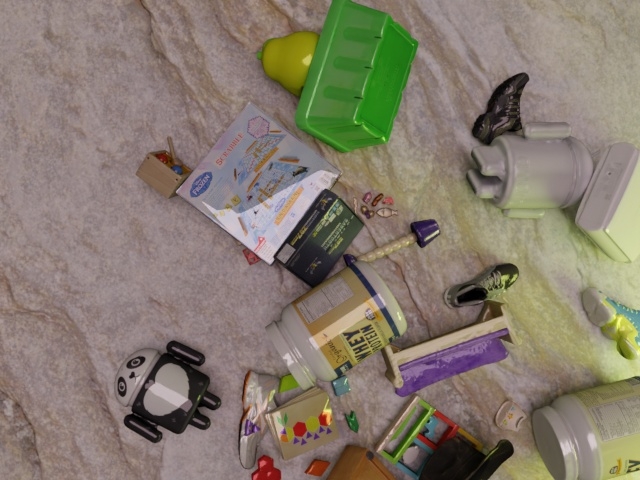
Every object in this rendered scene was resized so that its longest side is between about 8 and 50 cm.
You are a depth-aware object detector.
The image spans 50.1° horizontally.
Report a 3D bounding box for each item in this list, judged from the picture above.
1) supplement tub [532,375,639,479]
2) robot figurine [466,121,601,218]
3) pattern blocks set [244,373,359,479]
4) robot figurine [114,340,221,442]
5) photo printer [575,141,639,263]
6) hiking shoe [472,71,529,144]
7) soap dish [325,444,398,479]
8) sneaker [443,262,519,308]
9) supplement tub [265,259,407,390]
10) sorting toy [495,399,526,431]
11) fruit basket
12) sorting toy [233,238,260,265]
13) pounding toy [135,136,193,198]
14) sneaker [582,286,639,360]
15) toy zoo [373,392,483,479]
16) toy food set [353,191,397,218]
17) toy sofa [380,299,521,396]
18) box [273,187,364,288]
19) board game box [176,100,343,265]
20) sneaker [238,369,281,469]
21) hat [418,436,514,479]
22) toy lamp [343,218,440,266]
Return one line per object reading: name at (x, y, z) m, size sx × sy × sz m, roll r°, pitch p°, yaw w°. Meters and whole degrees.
supplement tub at (0.765, 0.512, 1.843) m, size 0.324 × 0.235 × 0.236 m, roll -14°, pitch 90°, yaw -4°
robot figurine at (0.582, -0.185, 1.859) m, size 0.353 × 0.200 × 0.300 m, roll -2°, pitch 131°, yaw -7°
pattern blocks set at (-0.049, 0.496, 1.842) m, size 0.324 × 0.026 × 0.286 m, roll -7°, pitch 88°, yaw -25°
robot figurine at (-0.399, 0.396, 1.792) m, size 0.278 × 0.209 × 0.174 m, roll 29°, pitch 123°, yaw -3°
photo printer at (0.822, -0.086, 1.856) m, size 0.307 × 0.107 × 0.256 m, roll 31°, pitch 83°, yaw -46°
hiking shoe at (0.528, -0.363, 1.932) m, size 0.114 × 0.086 × 0.227 m, roll 34°, pitch 94°, yaw -14°
soap dish at (0.137, 0.710, 1.798) m, size 0.291 × 0.229 × 0.118 m, roll 48°, pitch 129°, yaw -2°
sneaker at (0.459, 0.132, 1.881) m, size 0.228 × 0.132 × 0.086 m, roll -26°, pitch 91°, yaw -4°
supplement tub at (0.039, 0.221, 1.770) m, size 0.316 × 0.228 × 0.228 m, roll -33°, pitch 91°, yaw -4°
sorting toy at (0.539, 0.498, 1.926) m, size 0.075 × 0.045 × 0.083 m, roll 34°, pitch 86°, yaw -10°
fruit basket at (0.028, -0.447, 1.841) m, size 0.392 × 0.283 × 0.392 m, roll -12°, pitch 70°, yaw 35°
sorting toy at (-0.196, -0.064, 1.878) m, size 0.132 × 0.046 × 0.275 m, roll -30°, pitch 85°, yaw -4°
pounding toy at (-0.408, -0.198, 1.837) m, size 0.130 × 0.141 × 0.100 m, roll 37°, pitch 106°, yaw 2°
sneaker at (0.847, 0.215, 1.942) m, size 0.126 × 0.091 × 0.240 m, roll -33°, pitch 91°, yaw -22°
toy zoo at (0.317, 0.583, 1.897) m, size 0.293 × 0.030 × 0.192 m, roll 37°, pitch 88°, yaw -10°
toy food set at (0.155, -0.101, 1.921) m, size 0.122 × 0.019 × 0.078 m, roll -6°, pitch 89°, yaw -4°
toy sofa at (0.350, 0.303, 1.861) m, size 0.362 × 0.150 × 0.177 m, roll -19°, pitch 89°, yaw -4°
box at (0.000, 0.000, 1.831) m, size 0.059 × 0.183 × 0.233 m, roll 35°, pitch 85°, yaw 34°
board game box at (-0.161, -0.151, 1.831) m, size 0.318 × 0.066 × 0.319 m, roll 38°, pitch 84°, yaw 2°
sneaker at (-0.157, 0.488, 1.850) m, size 0.120 × 0.099 × 0.263 m, roll 7°, pitch 89°, yaw -8°
hat at (0.350, 0.611, 1.802) m, size 0.331 × 0.331 × 0.134 m, roll -44°, pitch 57°, yaw -4°
toy lamp at (0.199, 0.015, 1.893) m, size 0.274 × 0.080 × 0.080 m, roll -23°, pitch 90°, yaw -5°
